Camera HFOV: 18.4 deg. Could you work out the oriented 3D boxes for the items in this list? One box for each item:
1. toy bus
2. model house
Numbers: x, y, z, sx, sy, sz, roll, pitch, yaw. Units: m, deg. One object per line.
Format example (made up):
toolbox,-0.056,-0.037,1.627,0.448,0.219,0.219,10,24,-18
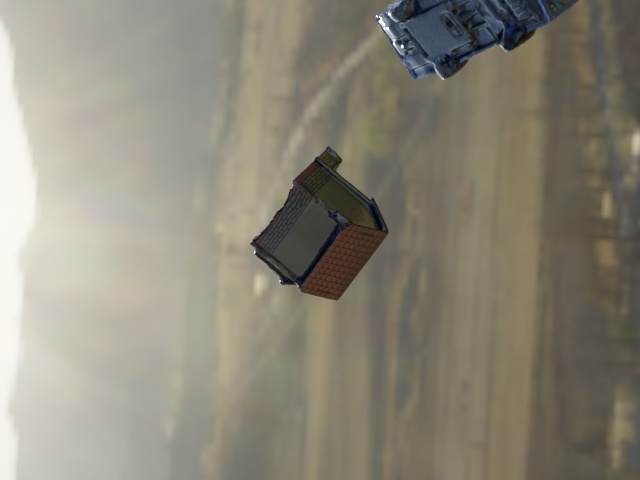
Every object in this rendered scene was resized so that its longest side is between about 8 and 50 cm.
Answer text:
toy bus,0.085,-0.127,1.050,0.051,0.061,0.153,54,153,-9
model house,0.000,0.000,1.082,0.083,0.058,0.057,-55,-6,36
